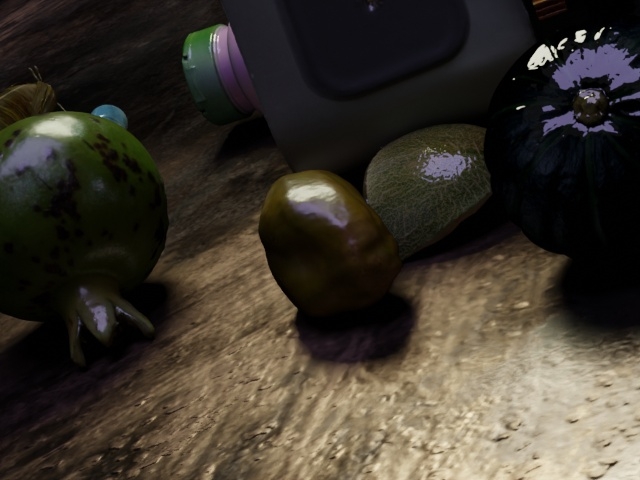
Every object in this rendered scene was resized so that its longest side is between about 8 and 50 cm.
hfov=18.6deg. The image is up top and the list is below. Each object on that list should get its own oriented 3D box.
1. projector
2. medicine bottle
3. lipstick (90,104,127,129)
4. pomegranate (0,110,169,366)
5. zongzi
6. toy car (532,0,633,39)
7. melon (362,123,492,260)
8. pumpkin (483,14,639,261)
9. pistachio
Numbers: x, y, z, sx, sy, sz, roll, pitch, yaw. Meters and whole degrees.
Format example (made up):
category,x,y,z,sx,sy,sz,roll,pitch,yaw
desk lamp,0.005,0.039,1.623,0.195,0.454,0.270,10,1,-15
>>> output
category,x,y,z,sx,sy,sz,roll,pitch,yaw
projector,0.062,-0.212,1.798,0.249,0.248,0.248,-21,-1,10
medicine bottle,-0.007,-0.210,2.090,0.274,0.133,0.133,-16,22,20
lipstick,-0.248,-0.109,2.231,0.048,0.048,0.158,-21,21,7
pomegranate,-0.232,0.002,1.772,0.211,0.263,0.211,-19,-26,-9
zongzi,-0.353,-0.135,2.390,0.184,0.084,0.187,14,36,38
toy car,0.221,-0.284,2.054,0.193,0.118,0.301,-19,22,7
melon,0.106,-0.063,1.660,0.128,0.079,0.160,-27,13,39
pumpkin,0.214,-0.078,1.464,0.194,0.194,0.150,-25,-8,-2
pistachio,-0.001,-0.002,1.592,0.100,0.110,0.189,-37,23,2
